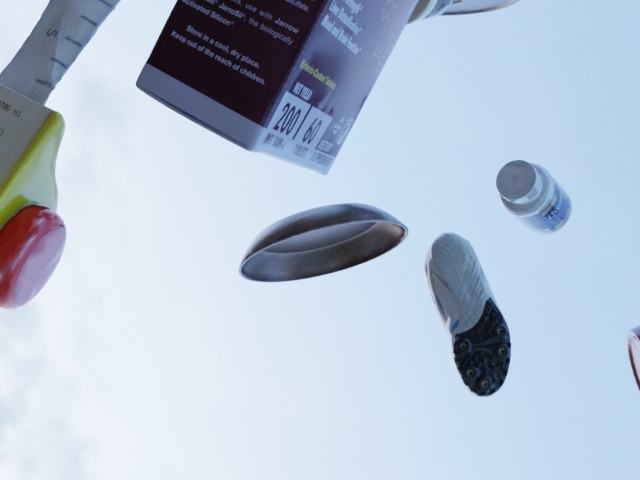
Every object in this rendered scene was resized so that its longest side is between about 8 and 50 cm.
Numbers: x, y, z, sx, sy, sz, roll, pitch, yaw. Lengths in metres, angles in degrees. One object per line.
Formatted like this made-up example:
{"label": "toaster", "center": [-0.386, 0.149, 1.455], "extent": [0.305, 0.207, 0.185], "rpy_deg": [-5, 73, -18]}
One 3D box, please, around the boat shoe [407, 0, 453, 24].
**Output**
{"label": "boat shoe", "center": [0.076, -0.347, 0.802], "extent": [0.116, 0.096, 0.324], "rpy_deg": [-20, -101, 46]}

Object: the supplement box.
{"label": "supplement box", "center": [0.014, -0.158, 0.459], "extent": [0.073, 0.130, 0.239], "rpy_deg": [29, -83, 15]}

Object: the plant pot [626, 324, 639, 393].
{"label": "plant pot", "center": [0.506, 0.154, 1.166], "extent": [0.180, 0.201, 0.201], "rpy_deg": [-16, -92, 4]}

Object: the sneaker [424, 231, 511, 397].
{"label": "sneaker", "center": [0.201, 0.103, 1.233], "extent": [0.086, 0.085, 0.237], "rpy_deg": [82, -3, -63]}

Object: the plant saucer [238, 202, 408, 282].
{"label": "plant saucer", "center": [0.000, 0.000, 1.029], "extent": [0.198, 0.198, 0.036], "rpy_deg": [-31, -113, 44]}

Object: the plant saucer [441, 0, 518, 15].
{"label": "plant saucer", "center": [0.182, -0.388, 1.362], "extent": [0.310, 0.310, 0.050], "rpy_deg": [4, -87, 44]}

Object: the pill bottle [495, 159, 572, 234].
{"label": "pill bottle", "center": [0.255, -0.054, 1.089], "extent": [0.067, 0.120, 0.067], "rpy_deg": [-11, -111, 29]}

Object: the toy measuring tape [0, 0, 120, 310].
{"label": "toy measuring tape", "center": [-0.192, -0.060, 0.585], "extent": [0.121, 0.121, 0.330], "rpy_deg": [10, -116, 42]}
